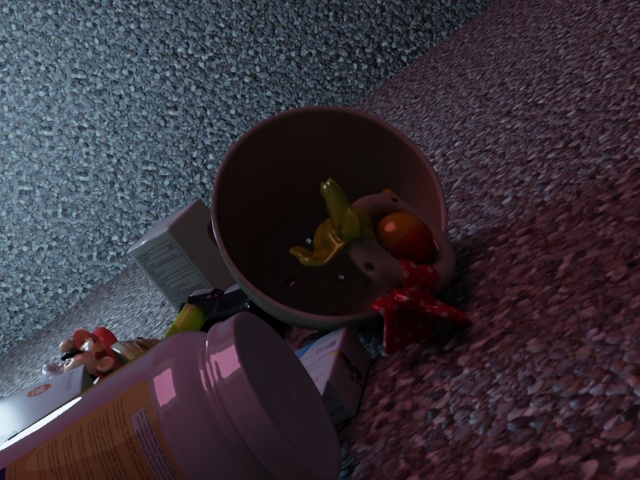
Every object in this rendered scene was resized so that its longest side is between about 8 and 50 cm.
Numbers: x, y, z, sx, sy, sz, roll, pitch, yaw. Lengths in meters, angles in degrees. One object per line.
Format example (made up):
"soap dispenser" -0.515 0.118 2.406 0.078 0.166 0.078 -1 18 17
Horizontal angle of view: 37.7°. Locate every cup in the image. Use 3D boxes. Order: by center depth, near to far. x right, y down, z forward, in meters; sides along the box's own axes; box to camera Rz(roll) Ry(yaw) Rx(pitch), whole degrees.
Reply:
"cup" 0.000 0.000 1.403 0.331 0.331 0.237 -41 -12 -21

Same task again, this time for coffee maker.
"coffee maker" -0.158 0.139 1.598 0.178 0.120 0.171 -20 18 32

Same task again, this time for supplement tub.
"supplement tub" -0.168 0.247 1.018 0.331 0.241 0.241 -32 14 11

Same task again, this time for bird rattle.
"bird rattle" 0.099 0.014 1.202 0.207 0.253 0.143 -35 -26 -49

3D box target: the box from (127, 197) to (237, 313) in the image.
"box" -0.249 0.055 1.908 0.149 0.232 0.127 -24 18 40

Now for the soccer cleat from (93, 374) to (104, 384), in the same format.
"soccer cleat" -0.427 0.333 1.796 0.076 0.068 0.196 -63 14 16

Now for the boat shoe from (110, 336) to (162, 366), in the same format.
"boat shoe" -0.316 0.220 1.732 0.098 0.109 0.302 -31 -4 -12

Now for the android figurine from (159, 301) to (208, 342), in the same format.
"android figurine" -0.265 0.228 1.468 0.273 0.056 0.248 -61 7 -22

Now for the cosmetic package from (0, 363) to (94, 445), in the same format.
"cosmetic package" -0.508 0.362 1.530 0.284 0.097 0.377 -21 18 -5

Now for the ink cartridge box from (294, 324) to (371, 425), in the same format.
"ink cartridge box" -0.005 0.192 1.191 0.104 0.061 0.181 -31 14 22

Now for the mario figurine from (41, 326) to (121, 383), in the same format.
"mario figurine" -0.540 0.293 1.948 0.198 0.170 0.320 8 42 21
